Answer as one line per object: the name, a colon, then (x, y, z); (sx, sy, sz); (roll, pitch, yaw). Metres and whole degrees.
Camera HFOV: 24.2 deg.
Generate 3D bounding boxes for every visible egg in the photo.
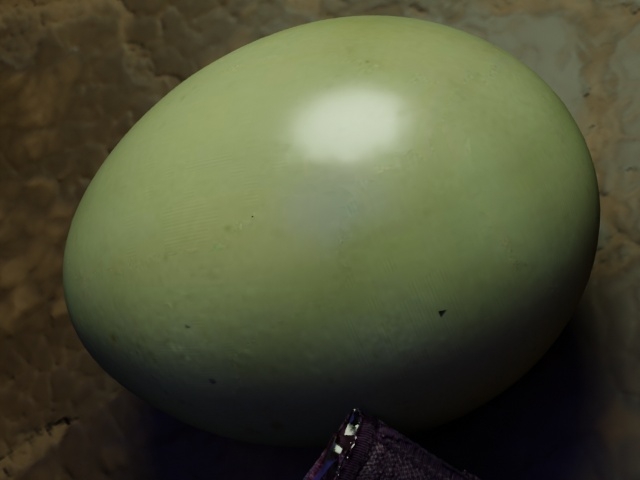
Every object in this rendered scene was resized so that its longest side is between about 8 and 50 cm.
egg: (0.000, 0.000, 0.673); (0.253, 0.188, 0.188); (-16, 70, 24)

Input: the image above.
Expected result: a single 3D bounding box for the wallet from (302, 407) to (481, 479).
wallet: (0.044, 0.152, 0.637); (0.111, 0.166, 0.030); (-58, 35, -2)
